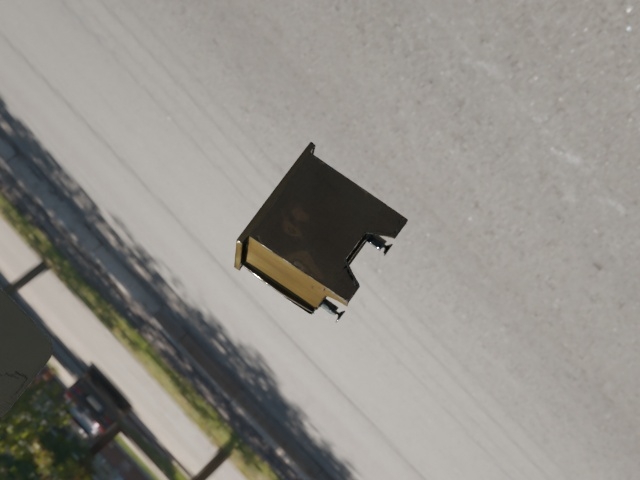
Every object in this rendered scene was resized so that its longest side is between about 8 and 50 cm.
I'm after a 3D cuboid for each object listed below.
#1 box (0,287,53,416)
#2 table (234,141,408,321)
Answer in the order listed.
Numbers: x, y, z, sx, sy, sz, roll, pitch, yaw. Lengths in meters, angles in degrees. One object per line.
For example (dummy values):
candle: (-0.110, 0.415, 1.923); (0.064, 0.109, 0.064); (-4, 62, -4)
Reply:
box: (-0.435, 0.112, 1.009); (0.135, 0.163, 0.243); (-20, 116, 39)
table: (0.000, 0.000, 0.590); (0.082, 0.083, 0.070); (35, 163, 5)
